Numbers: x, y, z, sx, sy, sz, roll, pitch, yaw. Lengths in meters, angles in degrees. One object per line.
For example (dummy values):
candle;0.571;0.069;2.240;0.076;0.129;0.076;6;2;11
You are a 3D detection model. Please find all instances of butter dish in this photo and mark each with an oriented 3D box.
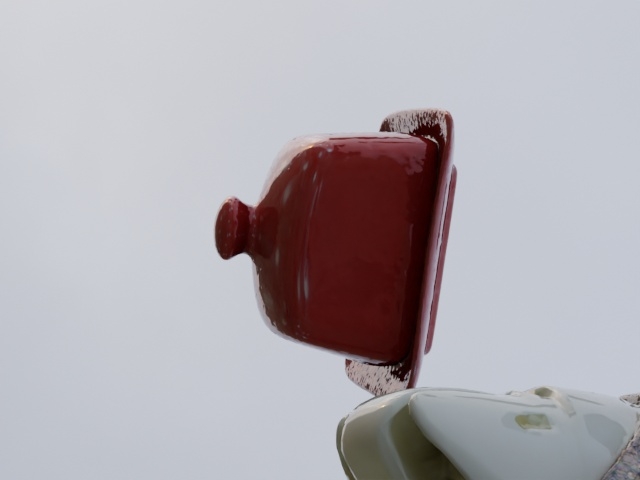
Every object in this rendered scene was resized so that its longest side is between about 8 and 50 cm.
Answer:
butter dish;0.000;0.000;0.973;0.160;0.118;0.160;-165;-96;-79

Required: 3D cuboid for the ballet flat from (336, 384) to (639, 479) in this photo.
ballet flat;0.020;0.104;0.469;0.106;0.316;0.107;55;-25;-1
